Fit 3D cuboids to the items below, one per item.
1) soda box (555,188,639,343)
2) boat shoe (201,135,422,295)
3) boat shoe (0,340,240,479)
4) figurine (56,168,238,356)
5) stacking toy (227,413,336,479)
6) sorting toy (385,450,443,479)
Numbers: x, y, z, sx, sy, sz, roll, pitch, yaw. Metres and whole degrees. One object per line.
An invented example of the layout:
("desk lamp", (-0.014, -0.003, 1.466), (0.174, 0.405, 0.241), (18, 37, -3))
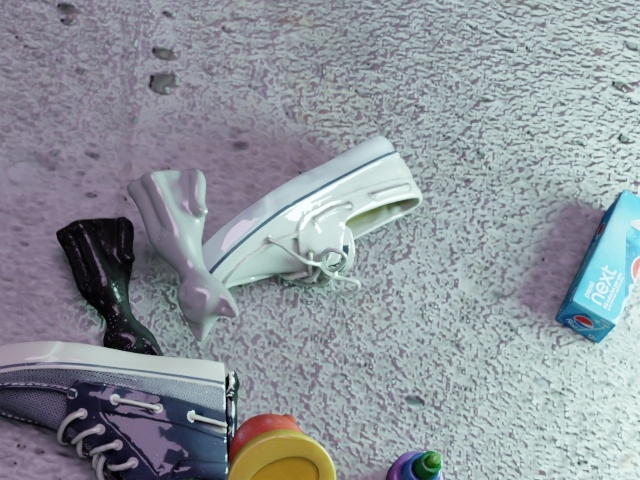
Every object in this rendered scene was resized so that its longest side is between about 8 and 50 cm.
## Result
("soda box", (0.405, 0.034, 1.993), (0.071, 0.067, 0.210), (30, 60, 2))
("boat shoe", (-0.002, 0.004, 1.875), (0.367, 0.136, 0.156), (-30, 77, -37))
("boat shoe", (-0.256, 0.219, 1.680), (0.340, 0.127, 0.158), (4, 57, -15))
("figurine", (-0.205, 0.045, 1.757), (0.092, 0.215, 0.209), (4, 61, -56))
("stacking toy", (-0.108, 0.357, 1.626), (0.309, 0.130, 0.279), (-26, 110, -4))
("sorting toy", (0.145, 0.414, 1.690), (0.127, 0.126, 0.366), (0, 64, -15))
